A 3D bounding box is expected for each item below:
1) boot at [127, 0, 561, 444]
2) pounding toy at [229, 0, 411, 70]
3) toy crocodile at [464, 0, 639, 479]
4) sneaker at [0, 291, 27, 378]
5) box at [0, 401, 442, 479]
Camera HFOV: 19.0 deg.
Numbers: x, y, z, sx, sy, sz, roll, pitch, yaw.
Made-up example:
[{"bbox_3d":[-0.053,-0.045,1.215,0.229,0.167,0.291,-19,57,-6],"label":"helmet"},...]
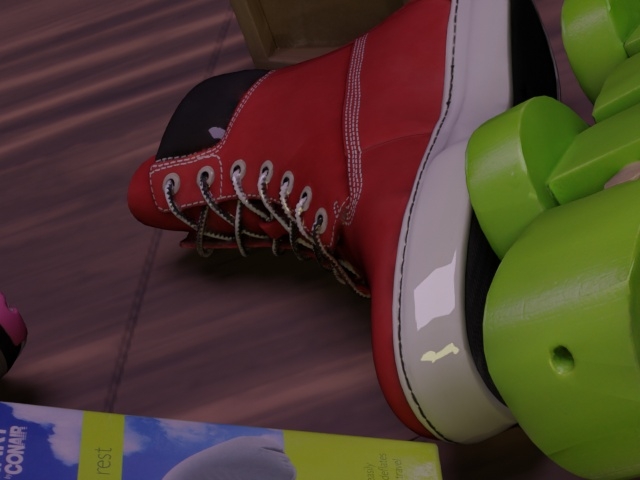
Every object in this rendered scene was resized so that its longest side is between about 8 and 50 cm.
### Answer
[{"bbox_3d":[0.000,0.000,0.728,0.176,0.088,0.244,-17,33,18],"label":"boot"},{"bbox_3d":[0.008,-0.154,0.886,0.141,0.130,0.100,8,43,36],"label":"pounding toy"},{"bbox_3d":[0.142,-0.045,0.679,0.115,0.105,0.340,-26,15,33],"label":"toy crocodile"},{"bbox_3d":[-0.195,0.058,0.762,0.170,0.063,0.074,-10,35,25],"label":"sneaker"},{"bbox_3d":[-0.049,0.100,0.579,0.178,0.042,0.109,6,34,-8],"label":"box"}]
